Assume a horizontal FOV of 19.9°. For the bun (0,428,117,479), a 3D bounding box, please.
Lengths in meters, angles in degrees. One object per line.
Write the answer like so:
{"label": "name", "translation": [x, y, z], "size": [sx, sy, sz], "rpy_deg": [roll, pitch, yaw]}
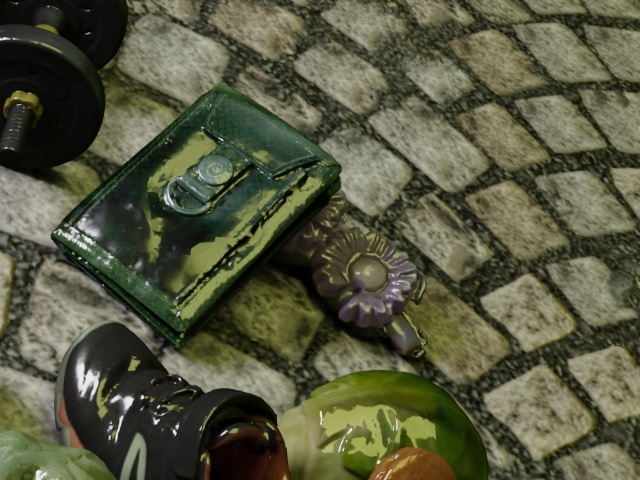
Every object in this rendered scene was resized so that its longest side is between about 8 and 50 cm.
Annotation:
{"label": "bun", "translation": [-0.214, 0.210, 1.300], "size": [0.195, 0.118, 0.195], "rpy_deg": [21, 35, -15]}

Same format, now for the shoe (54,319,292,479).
{"label": "shoe", "translation": [-0.102, 0.164, 1.412], "size": [0.114, 0.137, 0.291], "rpy_deg": [-15, 56, -45]}

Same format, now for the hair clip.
{"label": "hair clip", "translation": [0.000, 0.000, 1.733], "size": [0.106, 0.084, 0.292], "rpy_deg": [-35, 76, -32]}

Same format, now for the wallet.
{"label": "wallet", "translation": [-0.108, -0.031, 1.642], "size": [0.160, 0.055, 0.236], "rpy_deg": [37, 59, 14]}

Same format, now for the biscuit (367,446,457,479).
{"label": "biscuit", "translation": [0.108, 0.261, 1.434], "size": [0.192, 0.186, 0.036], "rpy_deg": [10, -2, -27]}

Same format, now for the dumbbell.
{"label": "dumbbell", "translation": [-0.258, -0.171, 1.681], "size": [0.143, 0.143, 0.325], "rpy_deg": [22, 37, -13]}

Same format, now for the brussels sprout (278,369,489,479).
{"label": "brussels sprout", "translation": [0.048, 0.182, 1.500], "size": [0.181, 0.144, 0.161], "rpy_deg": [27, 72, -24]}
